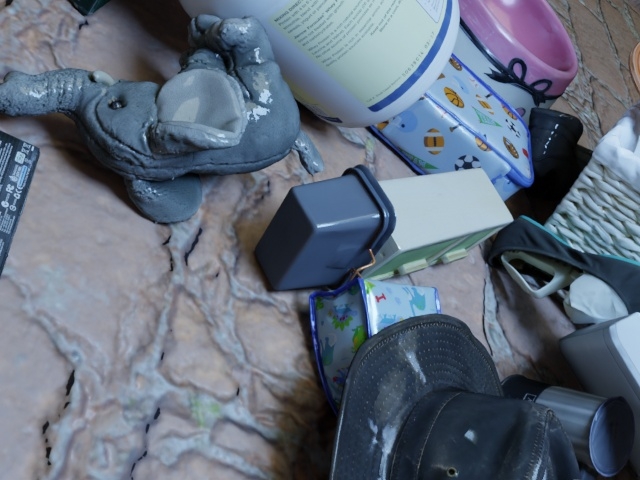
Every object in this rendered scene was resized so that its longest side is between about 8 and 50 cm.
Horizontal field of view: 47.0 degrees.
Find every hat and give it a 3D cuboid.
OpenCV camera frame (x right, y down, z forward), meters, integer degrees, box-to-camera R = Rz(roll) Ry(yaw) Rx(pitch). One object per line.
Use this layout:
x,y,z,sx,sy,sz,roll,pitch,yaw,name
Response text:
0.144,0.222,0.631,0.331,0.134,0.331,13,71,-42,hat

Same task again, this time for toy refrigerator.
0.120,-0.015,0.894,0.269,0.102,0.094,-13,69,-50,toy refrigerator

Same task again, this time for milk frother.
0.287,0.227,0.835,0.143,0.135,0.129,8,88,-36,milk frother

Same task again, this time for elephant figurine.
-0.141,-0.102,0.687,0.239,0.186,0.169,-44,137,-42,elephant figurine

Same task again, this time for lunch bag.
0.066,0.120,0.742,0.129,0.096,0.151,10,67,-43,lunch bag
0.189,-0.199,1.110,0.303,0.115,0.243,40,37,-16,lunch bag

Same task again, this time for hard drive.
0.380,0.206,0.866,0.233,0.047,0.353,62,5,13,hard drive

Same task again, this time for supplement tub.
-0.014,-0.297,0.834,0.325,0.235,0.235,30,40,-45,supplement tub

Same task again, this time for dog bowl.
0.306,-0.388,1.350,0.408,0.150,0.408,26,44,-28,dog bowl

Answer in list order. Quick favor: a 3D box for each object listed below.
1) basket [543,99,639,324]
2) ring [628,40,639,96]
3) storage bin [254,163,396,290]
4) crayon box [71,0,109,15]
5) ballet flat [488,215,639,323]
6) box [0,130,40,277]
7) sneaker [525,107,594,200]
0.536,-0.026,1.089,0.328,0.266,0.331,41,50,14,basket
0.575,-0.170,1.028,0.336,0.032,0.336,12,49,-15,ring
0.000,0.000,0.740,0.091,0.135,0.098,-10,59,-37,storage bin
-0.256,-0.412,0.856,0.202,0.081,0.318,39,38,-14,crayon box
0.336,0.056,0.976,0.096,0.280,0.095,-43,127,-13,ballet flat
-0.311,-0.027,0.516,0.184,0.045,0.191,23,46,-28,box
0.410,-0.121,1.283,0.286,0.109,0.130,29,83,-49,sneaker
